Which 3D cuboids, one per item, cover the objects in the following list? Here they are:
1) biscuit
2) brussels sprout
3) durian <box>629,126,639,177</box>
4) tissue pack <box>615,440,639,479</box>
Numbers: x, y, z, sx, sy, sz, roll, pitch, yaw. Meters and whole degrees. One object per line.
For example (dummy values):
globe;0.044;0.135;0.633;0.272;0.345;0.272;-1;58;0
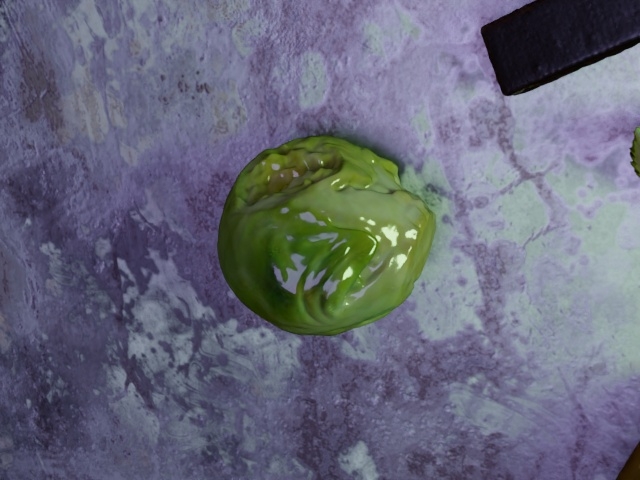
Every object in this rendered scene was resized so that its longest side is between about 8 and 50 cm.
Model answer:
biscuit;0.393;-0.303;0.955;0.388;0.073;0.107;-20;91;37
brussels sprout;0.000;0.000;1.176;0.343;0.268;0.344;5;105;18
durian;0.567;-0.077;0.937;0.355;0.169;0.158;10;111;19
tissue pack;0.549;0.348;1.099;0.145;0.194;0.275;24;118;10
